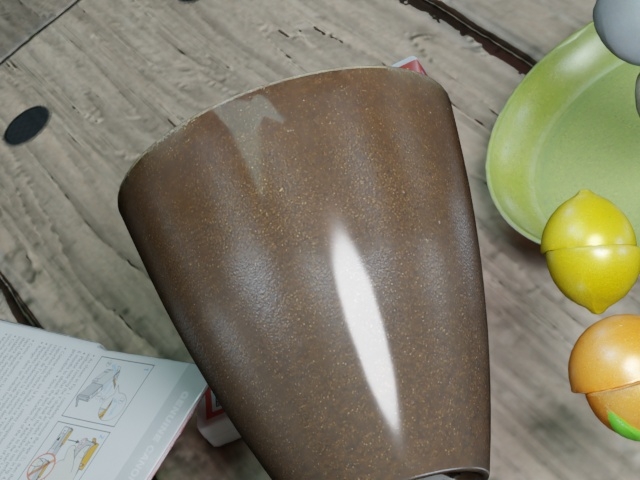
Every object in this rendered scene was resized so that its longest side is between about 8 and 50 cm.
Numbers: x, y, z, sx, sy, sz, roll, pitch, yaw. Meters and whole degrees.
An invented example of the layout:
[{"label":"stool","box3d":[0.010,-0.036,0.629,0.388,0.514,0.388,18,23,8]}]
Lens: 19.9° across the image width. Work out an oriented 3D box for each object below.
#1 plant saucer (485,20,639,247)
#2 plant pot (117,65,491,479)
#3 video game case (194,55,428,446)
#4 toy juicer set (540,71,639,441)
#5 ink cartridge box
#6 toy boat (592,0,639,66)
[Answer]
[{"label":"plant saucer","box3d":[0.225,-0.073,1.188,0.241,0.037,0.241,-21,41,19]},{"label":"plant pot","box3d":[0.013,0.050,1.082,0.215,0.215,0.230,-25,67,14]},{"label":"video game case","box3d":[0.000,0.000,1.290,0.204,0.025,0.285,-25,40,14]},{"label":"toy juicer set","box3d":[0.230,0.011,1.025,0.209,0.089,0.329,13,48,8]},{"label":"ink cartridge box","box3d":[-0.215,0.198,1.212,0.261,0.066,0.296,8,56,42]},{"label":"toy boat","box3d":[0.321,-0.134,1.032,0.318,0.148,0.267,12,47,-9]}]
